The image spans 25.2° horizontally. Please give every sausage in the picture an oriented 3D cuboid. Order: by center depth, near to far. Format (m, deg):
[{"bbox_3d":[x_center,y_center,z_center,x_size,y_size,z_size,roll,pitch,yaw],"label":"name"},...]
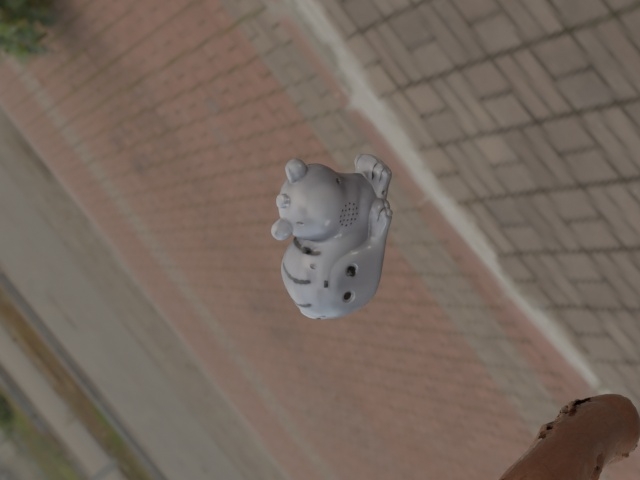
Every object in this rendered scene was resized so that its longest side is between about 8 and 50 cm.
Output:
[{"bbox_3d":[0.205,0.197,1.231,0.078,0.304,0.078,8,106,28],"label":"sausage"}]

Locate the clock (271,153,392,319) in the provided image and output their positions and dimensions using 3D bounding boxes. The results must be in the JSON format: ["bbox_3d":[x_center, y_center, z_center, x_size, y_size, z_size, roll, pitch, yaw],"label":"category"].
[{"bbox_3d":[0.000,0.000,1.444,0.080,0.117,0.176,35,122,51],"label":"clock"}]
